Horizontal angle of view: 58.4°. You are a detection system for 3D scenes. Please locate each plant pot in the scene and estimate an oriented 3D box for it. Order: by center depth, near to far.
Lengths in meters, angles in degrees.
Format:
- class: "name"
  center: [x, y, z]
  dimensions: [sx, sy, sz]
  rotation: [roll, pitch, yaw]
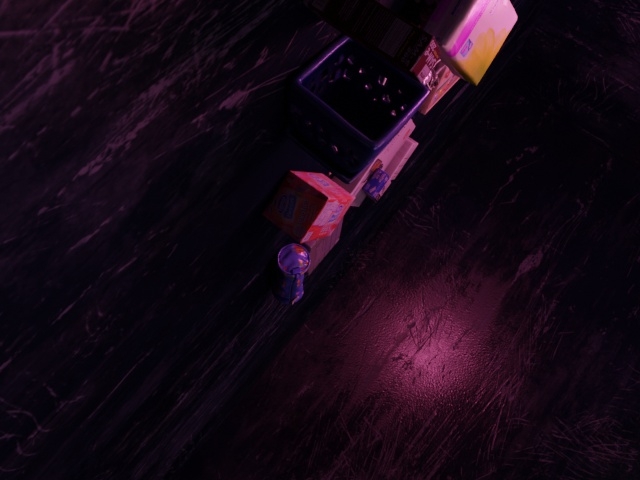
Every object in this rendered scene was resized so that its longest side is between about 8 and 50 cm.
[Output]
- class: "plant pot"
  center: [0.065, -0.281, 1.291]
  dimensions: [0.236, 0.236, 0.212]
  rotation: [-47, 173, -28]

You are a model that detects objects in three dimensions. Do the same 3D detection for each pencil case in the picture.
- class: "pencil case"
  center: [-0.110, 0.133, 2.089]
  dimensions: [0.119, 0.133, 0.306]
  rotation: [-14, 154, -15]

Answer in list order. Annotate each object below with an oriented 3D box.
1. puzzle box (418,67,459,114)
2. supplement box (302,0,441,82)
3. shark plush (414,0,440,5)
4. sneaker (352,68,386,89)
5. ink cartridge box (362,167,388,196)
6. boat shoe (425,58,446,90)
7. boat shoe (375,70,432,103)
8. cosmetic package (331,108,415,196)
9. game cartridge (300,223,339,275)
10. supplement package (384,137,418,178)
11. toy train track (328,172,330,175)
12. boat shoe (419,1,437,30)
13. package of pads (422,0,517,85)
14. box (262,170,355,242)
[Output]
- class: "puzzle box"
  center: [0.549, -0.719, 2.334]
  dimensions: [0.409, 0.052, 0.272]
  rotation: [-47, 168, -27]
- class: "supplement box"
  center: [0.097, -0.388, 1.045]
  dimensions: [0.073, 0.239, 0.130]
  rotation: [-56, 169, 15]
- class: "shark plush"
  center: [0.279, -0.673, 1.469]
  dimensions: [0.161, 0.073, 0.067]
  rotation: [69, 36, -53]
- class: "sneaker"
  center: [0.175, -0.466, 1.517]
  dimensions: [0.226, 0.086, 0.163]
  rotation: [-59, 165, 28]
- class: "ink cartridge box"
  center: [0.207, -0.198, 2.083]
  dimensions: [0.097, 0.046, 0.207]
  rotation: [-54, 170, 4]
- class: "boat shoe"
  center: [0.329, -0.536, 1.833]
  dimensions: [0.335, 0.119, 0.121]
  rotation: [-52, 169, -5]
- class: "boat shoe"
  center: [0.194, -0.410, 1.564]
  dimensions: [0.227, 0.079, 0.081]
  rotation: [-15, -147, 41]
- class: "cosmetic package"
  center: [0.183, -0.298, 2.047]
  dimensions: [0.377, 0.097, 0.284]
  rotation: [-55, 171, 10]
- class: "game cartridge"
  center: [0.000, 0.000, 2.311]
  dimensions: [0.230, 0.068, 0.355]
  rotation: [-45, 167, -17]
- class: "supplement package"
  center: [0.296, -0.346, 2.316]
  dimensions: [0.179, 0.105, 0.105]
  rotation: [-56, 168, 20]
- class: "toy train track"
  center: [0.053, -0.244, 1.894]
  dimensions: [0.083, 0.014, 0.048]
  rotation: [-41, 172, -24]
- class: "boat shoe"
  center: [0.391, -0.658, 1.665]
  dimensions: [0.324, 0.123, 0.116]
  rotation: [-34, 139, -32]
- class: "package of pads"
  center: [0.408, -0.583, 1.547]
  dimensions: [0.296, 0.101, 0.229]
  rotation: [13, 111, -59]
- class: "box"
  center: [-0.025, -0.103, 1.672]
  dimensions: [0.154, 0.142, 0.300]
  rotation: [-56, 169, 15]
